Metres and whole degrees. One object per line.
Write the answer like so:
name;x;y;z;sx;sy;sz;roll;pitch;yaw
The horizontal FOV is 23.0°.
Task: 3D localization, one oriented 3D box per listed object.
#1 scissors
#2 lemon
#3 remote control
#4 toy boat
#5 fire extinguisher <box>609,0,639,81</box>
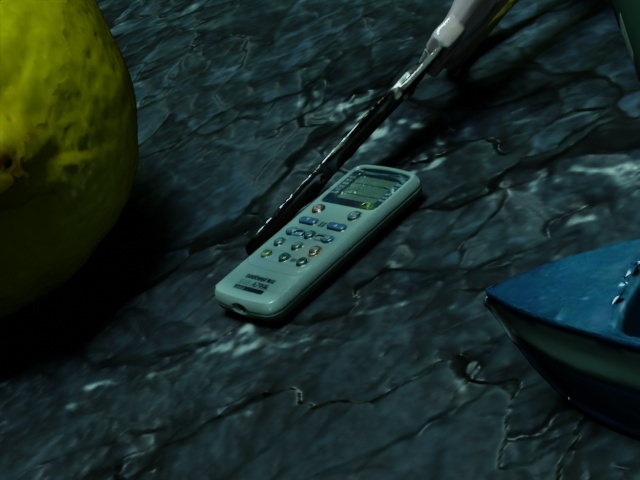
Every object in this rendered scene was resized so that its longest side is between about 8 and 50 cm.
scissors;0.065;-0.104;0.896;0.317;0.024;0.160;-47;-5;-16
lemon;-0.230;-0.072;0.889;0.260;0.260;0.284;-30;50;-12
remote control;0.000;0.000;0.827;0.124;0.018;0.053;-40;32;-28
toy boat;0.194;0.038;0.562;0.299;0.062;0.096;0;36;36
fire extinguisher;0.199;-0.105;0.780;0.093;0.118;0.294;-52;17;25
